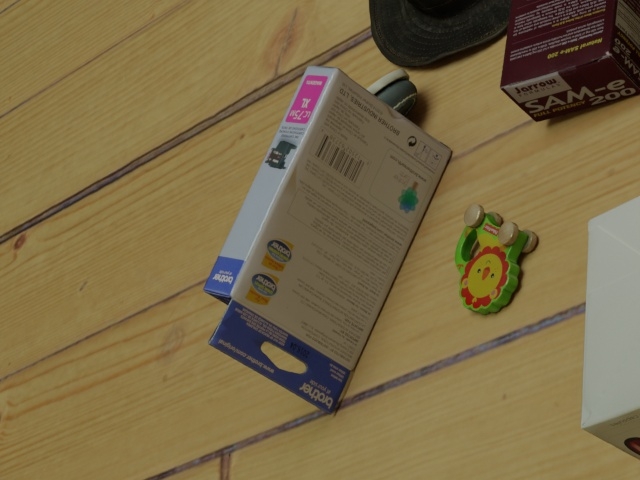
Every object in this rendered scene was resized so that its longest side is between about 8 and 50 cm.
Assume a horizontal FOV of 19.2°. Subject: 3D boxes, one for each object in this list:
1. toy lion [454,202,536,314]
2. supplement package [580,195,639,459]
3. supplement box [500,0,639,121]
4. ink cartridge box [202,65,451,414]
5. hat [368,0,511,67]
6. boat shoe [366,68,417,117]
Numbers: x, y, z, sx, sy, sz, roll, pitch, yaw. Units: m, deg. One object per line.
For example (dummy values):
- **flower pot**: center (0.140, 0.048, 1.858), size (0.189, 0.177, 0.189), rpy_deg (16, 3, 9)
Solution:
- **toy lion**: center (0.163, 0.022, 1.853), size (0.100, 0.034, 0.096), rpy_deg (33, 98, 56)
- **supplement package**: center (0.349, 0.050, 1.475), size (0.262, 0.145, 0.204), rpy_deg (-29, 43, 43)
- **supplement box**: center (0.263, -0.247, 1.894), size (0.130, 0.073, 0.239), rpy_deg (-14, 52, 38)
- **ink cartridge box**: center (0.000, 0.000, 1.932), size (0.065, 0.186, 0.311), rpy_deg (7, 69, 50)
- **hat**: center (0.134, -0.363, 2.105), size (0.331, 0.134, 0.331), rpy_deg (-32, 41, 33)
- **boat shoe**: center (0.015, -0.042, 2.057), size (0.099, 0.116, 0.319), rpy_deg (39, 88, 13)
